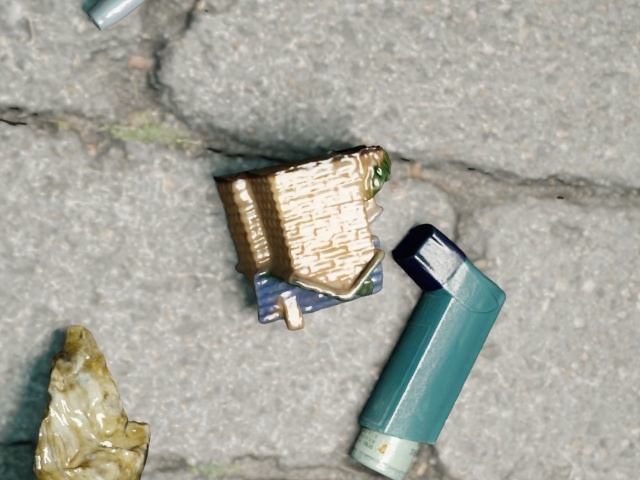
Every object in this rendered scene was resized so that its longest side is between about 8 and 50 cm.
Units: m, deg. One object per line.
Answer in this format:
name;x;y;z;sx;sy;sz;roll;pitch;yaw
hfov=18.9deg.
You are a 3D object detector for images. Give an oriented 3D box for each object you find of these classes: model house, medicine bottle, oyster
model house;0.000;0.000;1.931;0.166;0.183;0.172;-12;93;-13
medicine bottle;0.100;0.119;2.017;0.124;0.079;0.258;25;87;-18
oyster;-0.234;0.261;1.913;0.110;0.166;0.341;9;74;-6

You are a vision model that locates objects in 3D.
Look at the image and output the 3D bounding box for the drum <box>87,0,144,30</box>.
drum;-0.136;-0.317;1.948;0.253;0.049;0.130;-24;99;-13
